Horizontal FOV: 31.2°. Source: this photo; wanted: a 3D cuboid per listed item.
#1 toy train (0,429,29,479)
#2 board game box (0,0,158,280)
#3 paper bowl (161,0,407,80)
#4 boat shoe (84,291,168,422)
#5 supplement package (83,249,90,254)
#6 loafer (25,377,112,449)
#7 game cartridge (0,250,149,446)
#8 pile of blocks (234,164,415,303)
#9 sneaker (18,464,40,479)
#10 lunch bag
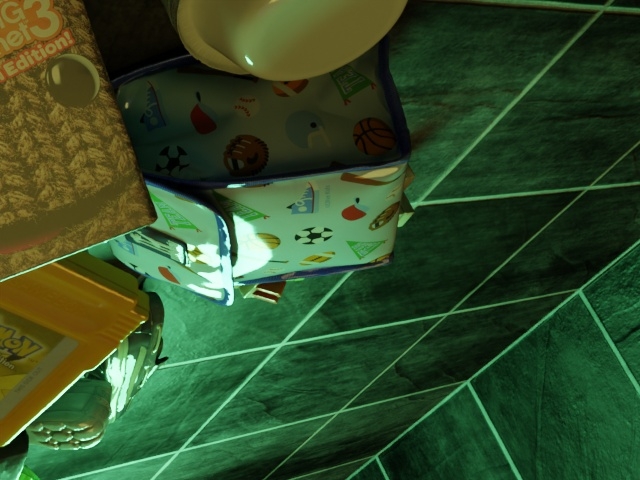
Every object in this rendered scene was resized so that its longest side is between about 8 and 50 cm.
[{"bbox_3d":[-0.515,0.255,1.402,0.334,0.190,0.142,5,109,-67],"label":"toy train"},{"bbox_3d":[-0.306,-0.124,1.014,0.232,0.141,0.291,-22,123,-11],"label":"board game box"},{"bbox_3d":[-0.021,-0.275,1.172,0.284,0.148,0.284,-22,157,-9],"label":"paper bowl"},{"bbox_3d":[-0.315,0.198,1.893,0.130,0.132,0.355,-17,157,-22],"label":"boat shoe"},{"bbox_3d":[-0.403,0.084,1.582,0.179,0.105,0.105,-33,159,15],"label":"supplement package"},{"bbox_3d":[-0.478,0.262,1.801,0.320,0.111,0.112,1,135,12],"label":"loafer"},{"bbox_3d":[-0.391,0.097,1.286,0.285,0.052,0.324,29,127,-31],"label":"game cartridge"},{"bbox_3d":[0.000,0.000,1.833,0.362,0.112,0.149,-33,157,14],"label":"pile of blocks"},{"bbox_3d":[-0.575,0.336,1.729,0.185,0.202,0.482,-41,137,-16],"label":"sneaker"},{"bbox_3d":[-0.097,-0.077,1.421,0.386,0.238,0.328,-7,156,-5],"label":"lunch bag"}]
